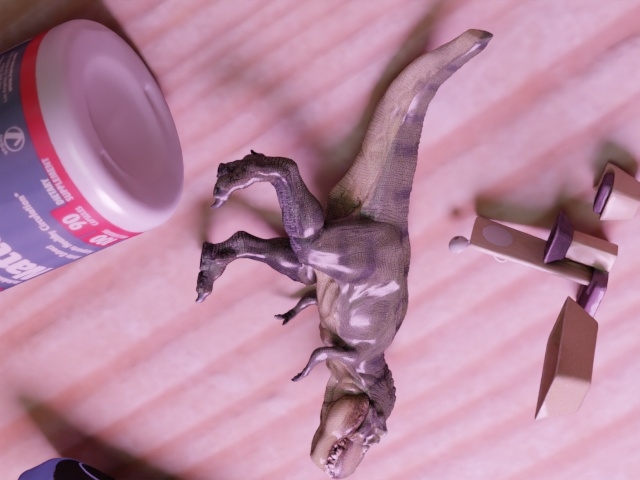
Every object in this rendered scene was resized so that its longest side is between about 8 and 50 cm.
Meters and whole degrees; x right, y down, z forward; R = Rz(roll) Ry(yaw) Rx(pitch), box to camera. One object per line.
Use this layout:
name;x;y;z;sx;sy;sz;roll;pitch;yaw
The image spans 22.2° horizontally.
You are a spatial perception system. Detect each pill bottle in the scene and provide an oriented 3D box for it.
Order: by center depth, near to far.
pill bottle;-0.169;-0.028;0.811;0.180;0.108;0.108;-22;118;22

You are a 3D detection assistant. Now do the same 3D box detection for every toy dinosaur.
toy dinosaur;0.000;0.000;0.835;0.118;0.064;0.268;8;123;-5

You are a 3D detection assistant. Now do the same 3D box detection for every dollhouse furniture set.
dollhouse furniture set;0.102;0.020;0.798;0.081;0.114;0.091;19;127;1

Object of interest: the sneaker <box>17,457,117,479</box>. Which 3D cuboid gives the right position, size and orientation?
sneaker;-0.073;0.192;0.968;0.090;0.081;0.232;-34;120;24
